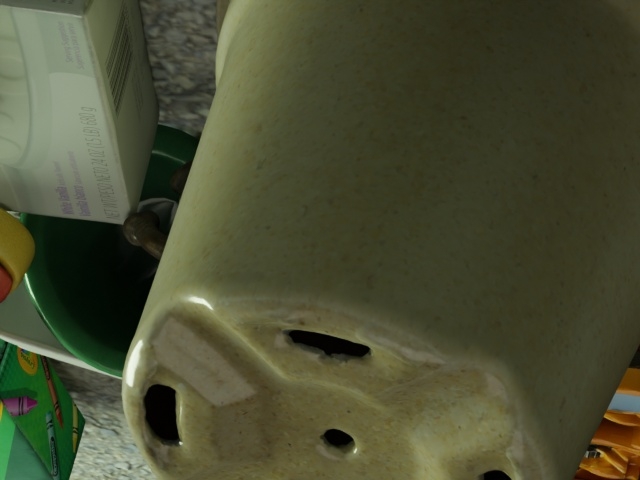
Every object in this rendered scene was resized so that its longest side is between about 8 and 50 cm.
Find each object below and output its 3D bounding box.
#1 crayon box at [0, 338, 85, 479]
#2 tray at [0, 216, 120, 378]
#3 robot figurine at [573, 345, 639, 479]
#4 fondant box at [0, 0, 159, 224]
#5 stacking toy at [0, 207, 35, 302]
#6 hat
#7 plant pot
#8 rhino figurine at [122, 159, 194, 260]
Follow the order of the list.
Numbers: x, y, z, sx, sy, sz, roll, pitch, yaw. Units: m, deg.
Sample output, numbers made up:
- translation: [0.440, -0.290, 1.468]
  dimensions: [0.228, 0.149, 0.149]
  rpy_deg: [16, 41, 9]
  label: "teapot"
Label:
- translation: [-0.362, 0.137, 1.702]
  dimensions: [0.278, 0.081, 0.165]
  rpy_deg: [-1, 141, 19]
  label: "crayon box"
- translation: [-0.116, 0.072, 1.470]
  dimensions: [0.270, 0.145, 0.030]
  rpy_deg: [19, 121, -15]
  label: "tray"
- translation: [0.197, 0.130, 1.534]
  dimensions: [0.291, 0.085, 0.211]
  rpy_deg: [7, 150, 4]
  label: "robot figurine"
- translation: [-0.278, -0.122, 1.228]
  dimensions: [0.330, 0.096, 0.238]
  rpy_deg: [7, 151, 7]
  label: "fondant box"
- translation: [-0.358, 0.001, 1.241]
  dimensions: [0.309, 0.130, 0.279]
  rpy_deg: [5, 152, 8]
  label: "stacking toy"
- translation: [-0.110, 0.004, 1.448]
  dimensions: [0.173, 0.208, 0.183]
  rpy_deg: [-19, -171, 8]
  label: "hat"
- translation: [0.052, 0.003, 1.048]
  dimensions: [0.334, 0.305, 0.334]
  rpy_deg: [13, 137, 12]
  label: "plant pot"
- translation: [0.000, 0.000, 1.304]
  dimensions: [0.243, 0.106, 0.073]
  rpy_deg: [-3, 123, -37]
  label: "rhino figurine"
